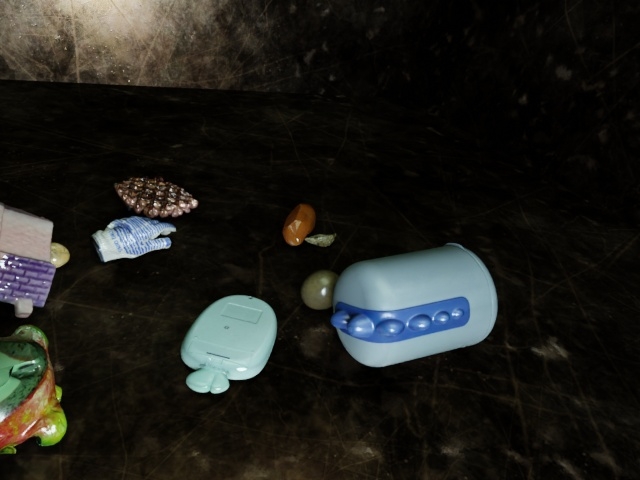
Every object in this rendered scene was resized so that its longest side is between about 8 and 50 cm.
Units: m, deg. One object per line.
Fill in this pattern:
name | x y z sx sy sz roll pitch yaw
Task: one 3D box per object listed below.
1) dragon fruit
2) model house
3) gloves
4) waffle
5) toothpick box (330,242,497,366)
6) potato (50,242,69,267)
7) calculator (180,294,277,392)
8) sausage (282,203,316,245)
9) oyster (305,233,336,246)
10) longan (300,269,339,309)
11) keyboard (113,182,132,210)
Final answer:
dragon fruit | -0.555 0.253 0.759 0.294 0.130 0.268 8 26 -3
model house | -0.712 0.063 0.986 0.236 0.202 0.238 29 34 -51
gloves | -0.489 -0.010 1.259 0.229 0.097 0.119 -21 72 -49
waffle | -0.515 -0.138 1.476 0.234 0.056 0.221 31 29 20
toothpick box | 0.187 0.146 1.037 0.354 0.263 0.263 -7 35 -25
potato | -0.660 0.036 1.155 0.083 0.063 0.068 -8 13 11
calculator | -0.192 0.209 1.014 0.183 0.042 0.295 13 30 4
sausage | -0.065 -0.050 1.446 0.089 0.089 0.179 14 35 6
oyster | 0.000 0.000 1.449 0.083 0.038 0.080 -4 12 28
longan | -0.001 0.123 1.175 0.106 0.106 0.119 -16 0 -37
keyboard | -0.608 -0.142 1.507 0.055 0.014 0.176 -9 36 -35
